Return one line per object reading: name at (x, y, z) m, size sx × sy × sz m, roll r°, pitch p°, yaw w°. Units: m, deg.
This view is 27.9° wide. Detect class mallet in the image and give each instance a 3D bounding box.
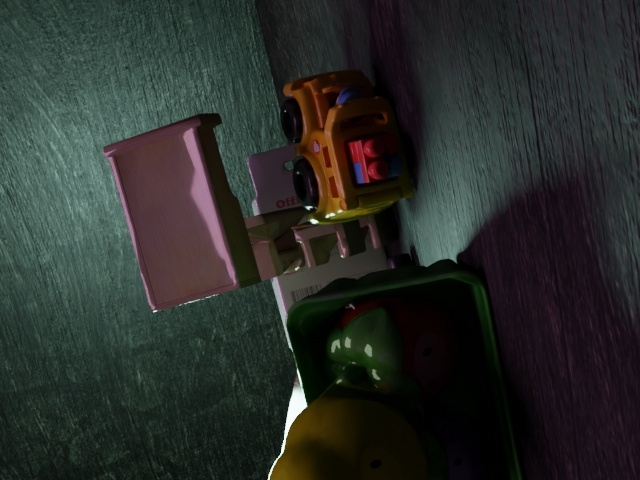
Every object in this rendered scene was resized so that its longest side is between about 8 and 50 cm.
mallet at (0.126, 0.048, 2.081) m, size 0.190 × 0.039 × 0.062 m, roll -120°, pitch 15°, yaw -86°

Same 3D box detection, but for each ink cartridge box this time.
ink cartridge box at (0.000, 0.000, 2.317) m, size 0.119 × 0.207 × 0.353 m, roll 153°, pitch 103°, yaw -84°

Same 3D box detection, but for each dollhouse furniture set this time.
dollhouse furniture set at (-0.139, -0.055, 2.028) m, size 0.394 × 0.362 × 0.256 m, roll -15°, pitch -90°, yaw -66°

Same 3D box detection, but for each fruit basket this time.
fruit basket at (0.090, 0.231, 1.554) m, size 0.392 × 0.283 × 0.392 m, roll -11°, pitch -90°, yaw -81°

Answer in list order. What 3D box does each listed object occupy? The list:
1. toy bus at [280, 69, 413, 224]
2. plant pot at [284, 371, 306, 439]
toy bus at (0.048, -0.142, 1.825) m, size 0.211 × 0.149 × 0.220 m, roll 170°, pitch 88°, yaw -72°
plant pot at (0.081, 0.280, 2.108) m, size 0.267 × 0.267 × 0.236 m, roll -121°, pitch 28°, yaw -73°
